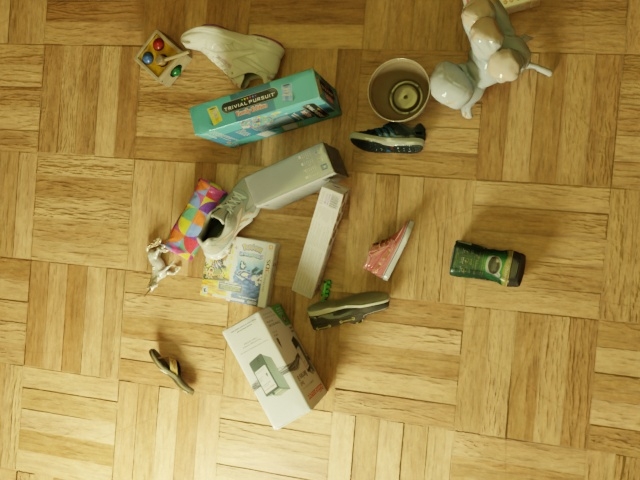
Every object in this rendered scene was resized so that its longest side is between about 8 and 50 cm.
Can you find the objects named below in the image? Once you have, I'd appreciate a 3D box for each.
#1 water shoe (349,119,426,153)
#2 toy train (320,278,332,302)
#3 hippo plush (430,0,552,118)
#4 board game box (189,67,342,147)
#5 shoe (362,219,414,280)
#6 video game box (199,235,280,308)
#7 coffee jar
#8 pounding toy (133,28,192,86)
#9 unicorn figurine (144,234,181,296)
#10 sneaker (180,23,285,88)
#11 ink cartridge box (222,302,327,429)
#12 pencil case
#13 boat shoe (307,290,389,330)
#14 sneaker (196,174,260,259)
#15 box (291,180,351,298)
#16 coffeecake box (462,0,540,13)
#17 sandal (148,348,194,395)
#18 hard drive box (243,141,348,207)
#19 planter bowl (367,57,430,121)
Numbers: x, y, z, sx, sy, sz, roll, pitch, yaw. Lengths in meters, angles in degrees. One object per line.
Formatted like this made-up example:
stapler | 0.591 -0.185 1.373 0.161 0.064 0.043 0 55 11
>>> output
water shoe | 0.180 -0.280 1.831 0.203 0.073 0.080 8 71 10
toy train | 0.014 0.147 1.896 0.023 0.017 0.083 12 94 24
hippo plush | 0.380 -0.450 1.706 0.236 0.294 0.234 -31 83 36
board game box | -0.136 -0.341 1.806 0.336 0.254 0.079 -15 87 14
shoe | 0.181 0.015 1.827 0.081 0.063 0.178 27 101 7
video game box | -0.229 0.082 1.941 0.205 0.048 0.187 10 90 14
coffee jar | 0.429 0.061 1.757 0.184 0.079 0.096 12 90 15
pounding toy | -0.440 -0.522 1.958 0.141 0.100 0.130 44 101 10
unicorn figurine | -0.469 0.077 2.001 0.111 0.060 0.162 -23 69 14
sneaker | -0.257 -0.510 1.904 0.305 0.114 0.152 15 93 14
ink cartridge box | -0.114 0.330 1.832 0.121 0.211 0.289 -30 85 11
pencil case | -0.354 -0.058 1.938 0.104 0.104 0.236 31 93 12
boat shoe | 0.081 0.192 1.851 0.227 0.081 0.069 -11 107 10
sneaker | -0.247 -0.074 1.881 0.099 0.121 0.263 24 76 17
box | 0.000 0.000 1.818 0.067 0.063 0.324 23 117 14
coffeecake box | 0.452 -0.650 1.747 0.185 0.068 0.142 -12 88 14
sandal | -0.424 0.374 1.986 0.180 0.072 0.049 42 85 9
hard drive box | -0.060 -0.167 1.826 0.232 0.181 0.089 -23 85 13
planter bowl | 0.215 -0.383 1.788 0.162 0.109 0.162 0 91 19
